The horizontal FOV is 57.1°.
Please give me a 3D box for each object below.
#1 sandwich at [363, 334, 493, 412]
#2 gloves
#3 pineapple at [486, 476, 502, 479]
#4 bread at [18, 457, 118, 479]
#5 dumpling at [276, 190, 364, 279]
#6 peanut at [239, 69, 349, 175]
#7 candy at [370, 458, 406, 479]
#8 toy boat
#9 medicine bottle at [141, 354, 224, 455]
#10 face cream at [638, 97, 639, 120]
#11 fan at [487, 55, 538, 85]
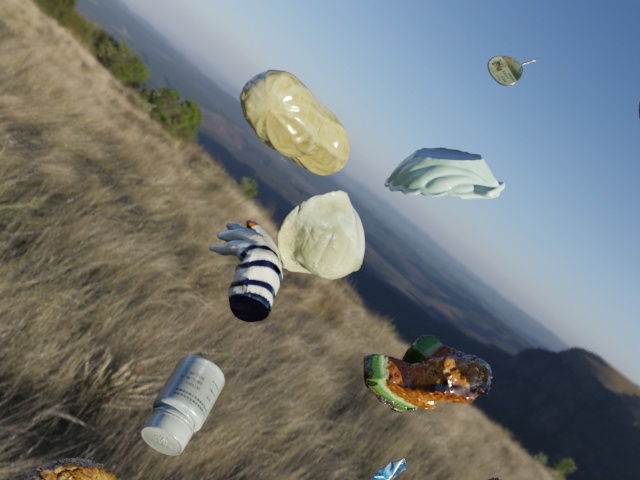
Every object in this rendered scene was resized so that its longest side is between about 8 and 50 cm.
[{"bbox_3d":[0.257,0.303,1.381,0.301,0.162,0.250,-10,-34,35],"label":"sandwich"},{"bbox_3d":[-0.131,0.042,1.143,0.140,0.131,0.219,44,40,-39],"label":"gloves"},{"bbox_3d":[0.343,0.499,1.088,0.058,0.058,0.124,37,10,-19],"label":"pineapple"},{"bbox_3d":[-0.306,0.349,0.683,0.064,0.193,0.193,4,-18,36],"label":"bread"},{"bbox_3d":[0.000,0.000,1.199,0.252,0.179,0.131,83,2,-53],"label":"dumpling"},{"bbox_3d":[-0.043,-0.238,1.250,0.152,0.152,0.313,43,5,37],"label":"peanut"},{"bbox_3d":[0.210,0.718,1.807,0.038,0.136,0.088,48,-27,42],"label":"candy"},{"bbox_3d":[0.294,-0.164,1.424,0.290,0.100,0.199,14,27,30],"label":"toy boat"},{"bbox_3d":[-0.202,0.241,0.866,0.080,0.080,0.130,38,42,-11],"label":"medicine bottle"},{"bbox_3d":[0.938,-0.334,1.409,0.249,0.249,0.225,39,5,-3],"label":"face cream"},{"bbox_3d":[0.302,-0.281,0.944,0.060,0.080,0.003,39,-16,19],"label":"fan"}]
